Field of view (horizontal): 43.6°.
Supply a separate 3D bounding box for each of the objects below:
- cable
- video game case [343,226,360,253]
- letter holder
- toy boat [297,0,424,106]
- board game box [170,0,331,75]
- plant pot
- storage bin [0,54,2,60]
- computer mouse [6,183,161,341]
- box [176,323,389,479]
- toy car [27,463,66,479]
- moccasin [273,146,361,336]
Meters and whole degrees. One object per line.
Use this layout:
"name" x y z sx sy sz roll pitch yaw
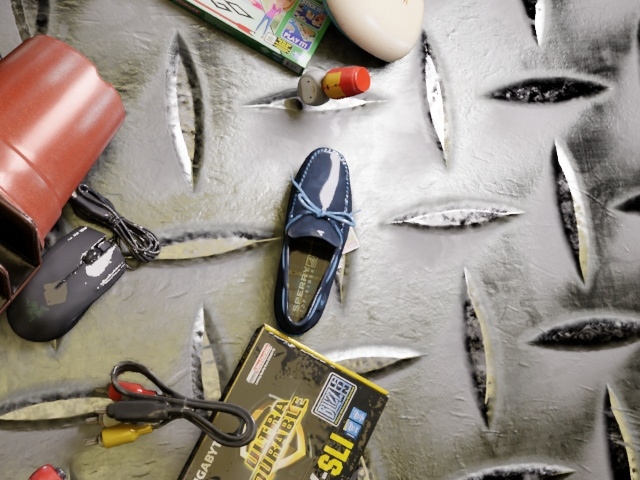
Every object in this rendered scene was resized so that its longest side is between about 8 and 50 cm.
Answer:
"cable" -0.244 0.275 1.313 0.287 0.072 0.140 4 61 -1
"video game case" 0.011 -0.027 1.479 0.087 0.011 0.122 -23 86 -16
"letter holder" -0.577 -0.027 1.162 0.301 0.214 0.152 35 63 -3
"toy boat" 0.058 -0.392 1.470 0.267 0.148 0.318 36 65 -40
"board game box" -0.125 -0.482 1.512 0.317 0.046 0.214 28 76 -7
"plant pot" -0.470 -0.165 1.274 0.272 0.272 0.265 37 65 -5
"storage bin" -0.637 -0.299 1.339 0.180 0.084 0.122 28 75 -8
"computer mouse" -0.416 0.048 1.335 0.188 0.072 0.272 39 74 -5
"box" -0.065 0.345 1.362 0.257 0.079 0.322 31 75 -8
"toy car" -0.344 0.464 1.286 0.224 0.053 0.239 -10 83 -15
"moccasin" 0.000 0.000 1.404 0.137 0.117 0.342 7 82 -5
